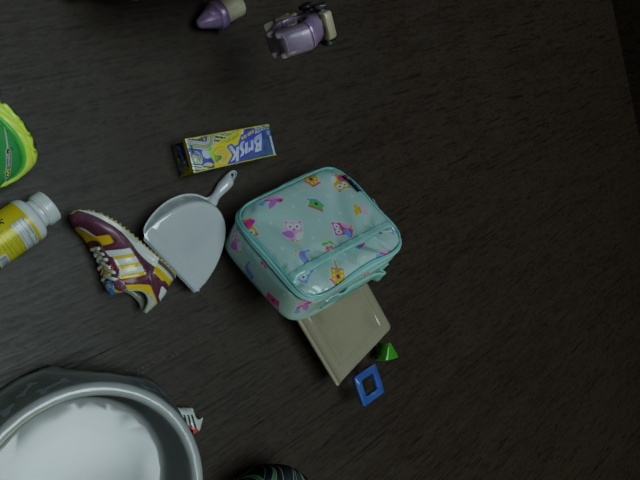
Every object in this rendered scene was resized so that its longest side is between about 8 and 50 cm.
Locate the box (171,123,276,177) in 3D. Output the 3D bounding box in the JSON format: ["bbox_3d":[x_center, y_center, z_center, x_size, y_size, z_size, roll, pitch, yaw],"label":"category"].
[{"bbox_3d":[-0.160,-0.153,1.013,0.169,0.054,0.059,-20,100,-39],"label":"box"}]

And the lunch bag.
[{"bbox_3d":[0.000,0.000,1.034,0.279,0.108,0.224,-29,68,-38],"label":"lunch bag"}]

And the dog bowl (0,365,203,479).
[{"bbox_3d":[-0.319,0.340,0.806,0.349,0.102,0.348,3,85,-33],"label":"dog bowl"}]

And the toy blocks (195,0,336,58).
[{"bbox_3d":[-0.187,-0.384,0.855,0.260,0.289,0.309,-40,129,-28],"label":"toy blocks"}]

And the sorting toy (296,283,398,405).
[{"bbox_3d":[0.036,0.150,1.159,0.196,0.047,0.347,-42,110,-37],"label":"sorting toy"}]

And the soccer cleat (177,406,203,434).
[{"bbox_3d":[-0.222,0.278,0.958,0.083,0.029,0.035,47,46,-25],"label":"soccer cleat"}]

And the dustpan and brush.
[{"bbox_3d":[-0.192,-0.039,0.988,0.211,0.060,0.147,-52,130,-22],"label":"dustpan and brush"}]

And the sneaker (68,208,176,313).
[{"bbox_3d":[-0.301,0.032,0.880,0.185,0.070,0.084,42,61,-27],"label":"sneaker"}]

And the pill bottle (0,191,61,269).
[{"bbox_3d":[-0.409,-0.013,0.798,0.116,0.065,0.065,-45,114,-32],"label":"pill bottle"}]

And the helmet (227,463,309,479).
[{"bbox_3d":[-0.080,0.451,0.974,0.169,0.161,0.169,3,86,-39],"label":"helmet"}]

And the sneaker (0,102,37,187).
[{"bbox_3d":[-0.482,-0.178,0.720,0.295,0.109,0.123,50,55,-26],"label":"sneaker"}]
